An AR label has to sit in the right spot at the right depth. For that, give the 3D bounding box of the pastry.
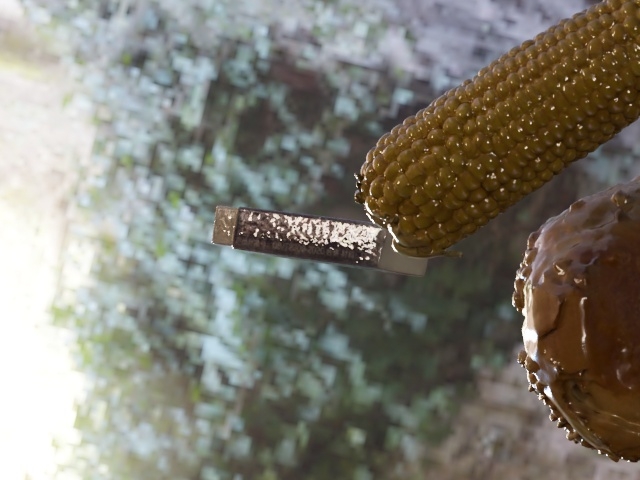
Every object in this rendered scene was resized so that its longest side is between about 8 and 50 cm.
[{"bbox_3d":[0.306,0.067,1.647,0.311,0.255,0.162,-21,179,-27],"label":"pastry"}]

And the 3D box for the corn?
[{"bbox_3d":[0.138,-0.081,1.176,0.260,0.091,0.091,-33,140,17],"label":"corn"}]

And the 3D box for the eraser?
[{"bbox_3d":[0.000,0.000,1.802,0.212,0.046,0.092,7,177,35],"label":"eraser"}]
